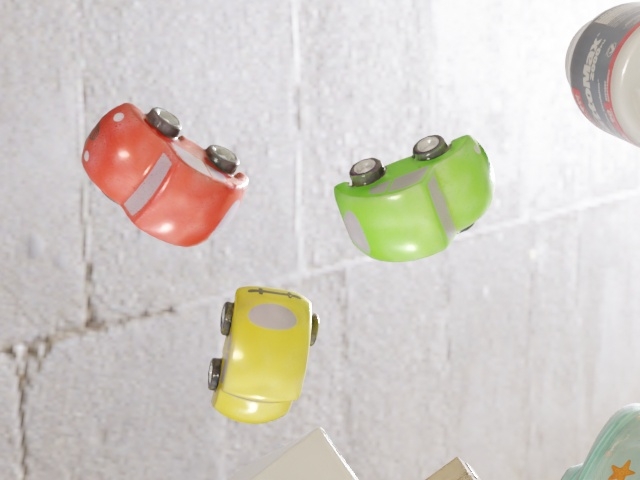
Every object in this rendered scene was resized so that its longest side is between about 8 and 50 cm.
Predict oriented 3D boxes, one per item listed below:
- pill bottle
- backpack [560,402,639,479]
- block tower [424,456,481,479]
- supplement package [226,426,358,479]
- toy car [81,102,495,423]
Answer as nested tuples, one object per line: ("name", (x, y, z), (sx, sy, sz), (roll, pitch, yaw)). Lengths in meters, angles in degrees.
("pill bottle", (0.248, -0.126, 1.002), (0.180, 0.107, 0.108), (-113, -163, -77))
("backpack", (0.234, 0.230, 0.841), (0.225, 0.191, 0.254), (-53, 130, -32))
("block tower", (0.181, 0.339, 1.060), (0.335, 0.097, 0.091), (56, 5, 27))
("supplement package", (-0.085, 0.340, 1.232), (0.293, 0.177, 0.175), (-34, 87, -36))
("toy car", (0.000, 0.000, 0.790), (0.053, 0.224, 0.239), (-102, 170, -61))
